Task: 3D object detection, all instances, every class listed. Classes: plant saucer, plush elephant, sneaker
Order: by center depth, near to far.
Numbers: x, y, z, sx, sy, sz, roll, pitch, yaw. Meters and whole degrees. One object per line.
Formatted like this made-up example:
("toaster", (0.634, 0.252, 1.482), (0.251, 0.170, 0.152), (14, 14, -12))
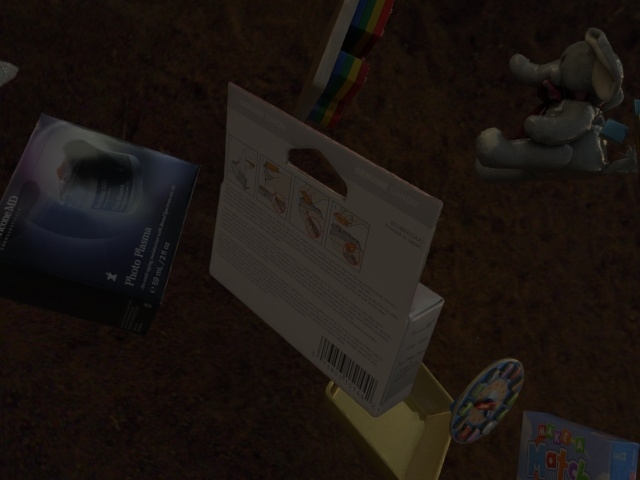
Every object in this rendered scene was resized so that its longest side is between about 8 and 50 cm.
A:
("sneaker", (-0.463, -0.228, 0.883), (0.054, 0.152, 0.061), (21, 98, -13))
("plush elephant", (0.436, -0.244, 1.152), (0.272, 0.330, 0.255), (10, 82, -69))
("plant saucer", (0.151, 0.372, 1.434), (0.332, 0.081, 0.333), (51, 34, -5))

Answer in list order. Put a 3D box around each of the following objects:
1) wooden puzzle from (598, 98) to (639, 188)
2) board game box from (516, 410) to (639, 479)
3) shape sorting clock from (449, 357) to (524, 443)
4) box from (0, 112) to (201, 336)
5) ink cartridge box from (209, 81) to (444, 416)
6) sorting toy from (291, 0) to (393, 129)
("wooden puzzle", (0.161, -0.037, 0.273), (0.083, 0.006, 0.049), (9, 64, 0))
("board game box", (0.263, 0.304, 0.686), (0.039, 0.160, 0.211), (10, 83, -12))
("shape sorting clock", (0.337, 0.325, 1.287), (0.206, 0.040, 0.206), (-20, 130, -25))
("box", (-0.402, -0.024, 1.141), (0.294, 0.182, 0.296), (17, 58, -15))
("ink cartridge box", (0.000, 0.000, 0.691), (0.066, 0.296, 0.261), (-20, 134, -41))
("sorting toy", (0.040, -0.342, 1.219), (0.090, 0.255, 0.257), (22, 77, -9))
